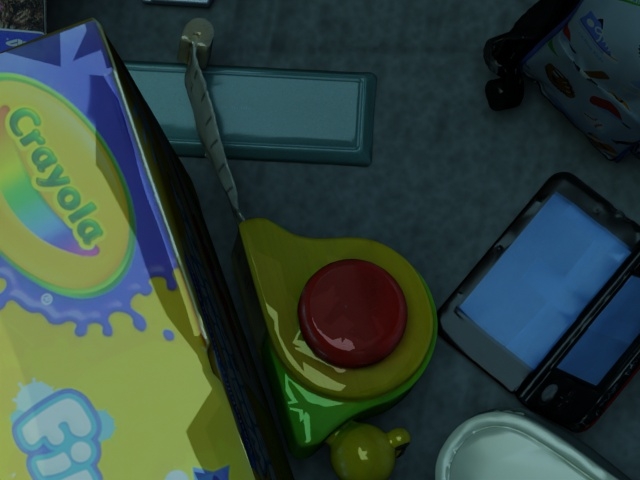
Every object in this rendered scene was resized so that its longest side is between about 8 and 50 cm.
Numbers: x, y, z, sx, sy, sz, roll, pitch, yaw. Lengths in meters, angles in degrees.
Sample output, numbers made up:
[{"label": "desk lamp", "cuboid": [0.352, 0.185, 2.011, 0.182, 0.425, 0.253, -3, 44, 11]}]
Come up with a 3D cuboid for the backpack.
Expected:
[{"label": "backpack", "cuboid": [0.259, -0.159, 1.120, 0.213, 0.263, 0.276, 42, 83, 9]}]

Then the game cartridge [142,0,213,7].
[{"label": "game cartridge", "cuboid": [-0.093, -0.204, 1.272, 0.056, 0.017, 0.083, 4, 80, 7]}]

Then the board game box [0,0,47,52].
[{"label": "board game box", "cuboid": [-0.309, -0.234, 1.183, 0.232, 0.141, 0.291, 2, 78, -22]}]

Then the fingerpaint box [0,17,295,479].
[{"label": "fingerpaint box", "cuboid": [-0.100, 0.149, 1.029, 0.163, 0.371, 0.445, -20, 80, -1]}]

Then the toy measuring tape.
[{"label": "toy measuring tape", "cuboid": [0.000, 0.000, 1.185, 0.121, 0.121, 0.330, -17, 73, 0]}]

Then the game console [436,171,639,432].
[{"label": "game console", "cuboid": [0.164, 0.037, 1.183, 0.085, 0.124, 0.144, 42, 84, -18]}]

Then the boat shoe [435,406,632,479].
[{"label": "boat shoe", "cuboid": [0.210, 0.220, 1.135, 0.319, 0.099, 0.116, 39, 94, 10]}]

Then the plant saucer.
[{"label": "plant saucer", "cuboid": [-0.059, -0.089, 1.248, 0.192, 0.018, 0.067, 3, 80, 2]}]
